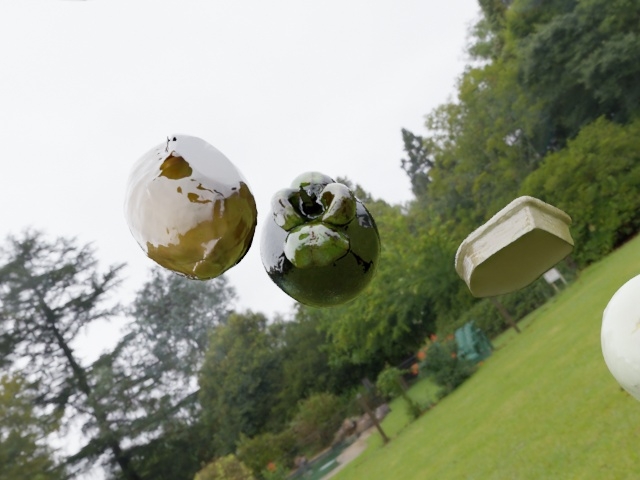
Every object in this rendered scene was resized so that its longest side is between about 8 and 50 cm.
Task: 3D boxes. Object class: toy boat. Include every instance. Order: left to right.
[{"bbox_3d":[0.283,0.022,0.951,0.116,0.061,0.188,20,-47,-27],"label":"toy boat"}]

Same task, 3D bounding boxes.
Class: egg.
[{"bbox_3d":[0.699,0.199,1.187,0.345,0.283,0.283,24,-47,-29],"label":"egg"}]

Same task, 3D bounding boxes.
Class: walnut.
[{"bbox_3d":[-0.142,-0.041,0.673,0.137,0.245,0.137,-14,-55,-21],"label":"walnut"}]

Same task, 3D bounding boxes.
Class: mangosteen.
[{"bbox_3d":[0.000,0.000,1.069,0.243,0.243,0.243,-31,-12,-8],"label":"mangosteen"}]
